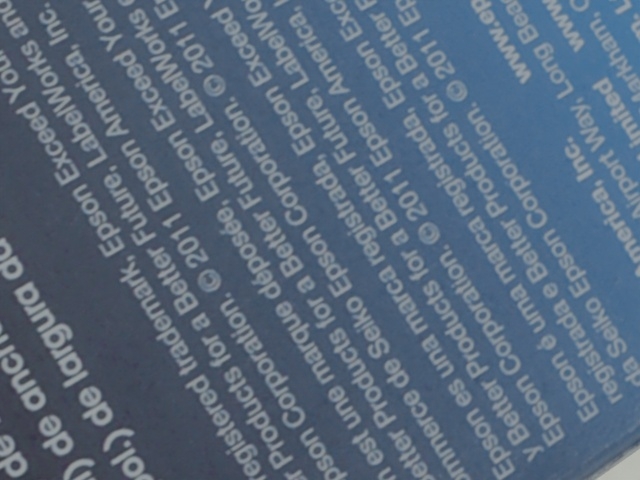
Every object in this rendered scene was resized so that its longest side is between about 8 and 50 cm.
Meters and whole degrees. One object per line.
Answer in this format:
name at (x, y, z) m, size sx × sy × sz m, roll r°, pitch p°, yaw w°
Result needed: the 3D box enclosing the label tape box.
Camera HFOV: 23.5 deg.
label tape box at (-0.068, -0.008, 0.378) m, size 0.348 × 0.249 × 0.115 m, roll -31°, pitch -3°, yaw -16°
